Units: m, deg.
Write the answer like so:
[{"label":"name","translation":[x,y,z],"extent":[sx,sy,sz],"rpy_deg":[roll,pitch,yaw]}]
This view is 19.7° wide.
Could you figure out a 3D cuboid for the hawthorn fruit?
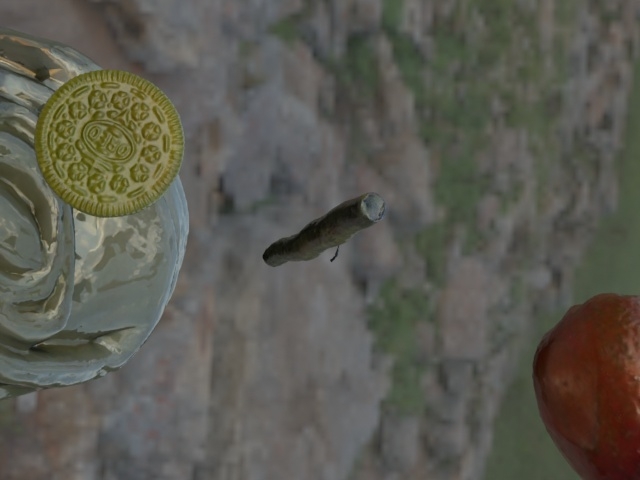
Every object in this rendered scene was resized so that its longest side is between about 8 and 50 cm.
[{"label":"hawthorn fruit","translation":[0.202,0.103,1.159],"extent":[0.133,0.133,0.138],"rpy_deg":[75,-7,-52]}]

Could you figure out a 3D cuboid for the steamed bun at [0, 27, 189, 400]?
[{"label":"steamed bun","translation":[-0.298,-0.029,1.596],"extent":[0.342,0.368,0.255],"rpy_deg":[66,-23,8]}]

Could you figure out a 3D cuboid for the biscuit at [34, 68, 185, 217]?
[{"label":"biscuit","translation":[-0.117,-0.053,1.026],"extent":[0.023,0.084,0.084],"rpy_deg":[127,-34,-83]}]

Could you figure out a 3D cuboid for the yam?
[{"label":"yam","translation":[-0.001,-0.001,1.332],"extent":[0.234,0.029,0.027],"rpy_deg":[153,-48,-70]}]
